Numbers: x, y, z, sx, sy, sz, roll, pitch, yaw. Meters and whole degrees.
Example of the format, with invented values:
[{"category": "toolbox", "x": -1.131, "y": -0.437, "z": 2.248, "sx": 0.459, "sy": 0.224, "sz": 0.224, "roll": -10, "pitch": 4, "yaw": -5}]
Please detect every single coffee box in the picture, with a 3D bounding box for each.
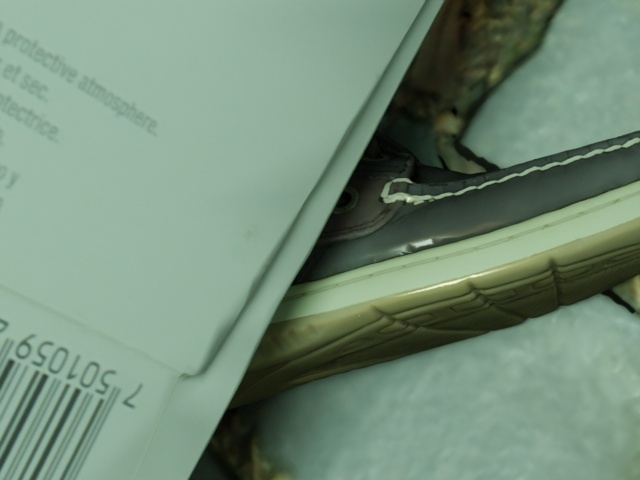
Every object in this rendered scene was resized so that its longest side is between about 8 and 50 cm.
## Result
[{"category": "coffee box", "x": -0.218, "y": -0.082, "z": 0.490, "sx": 0.334, "sy": 0.338, "sz": 0.338, "roll": 22, "pitch": 82, "yaw": 45}]

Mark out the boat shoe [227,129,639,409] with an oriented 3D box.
[{"category": "boat shoe", "x": 0.000, "y": 0.000, "z": 0.579, "sx": 0.285, "sy": 0.103, "sz": 0.092, "roll": -18, "pitch": 75, "yaw": 18}]
